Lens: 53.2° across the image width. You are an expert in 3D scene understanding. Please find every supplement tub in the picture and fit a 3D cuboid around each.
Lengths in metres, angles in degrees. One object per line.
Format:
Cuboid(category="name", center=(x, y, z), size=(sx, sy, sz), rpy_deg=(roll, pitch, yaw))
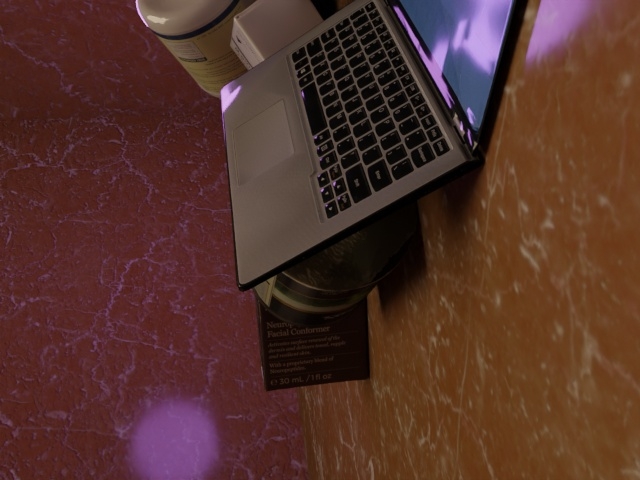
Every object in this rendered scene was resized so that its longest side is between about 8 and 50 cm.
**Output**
Cuboid(category="supplement tub", center=(-0.213, -0.456, 1.381), size=(0.325, 0.236, 0.235), rpy_deg=(48, -151, -59))

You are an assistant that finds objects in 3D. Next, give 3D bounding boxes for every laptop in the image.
Cuboid(category="laptop", center=(0.008, -0.232, 0.637), size=(0.236, 0.408, 0.381), rpy_deg=(48, -160, -40))

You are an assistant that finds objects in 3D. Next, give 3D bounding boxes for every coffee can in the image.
Cuboid(category="coffee can", center=(0.000, 0.000, 0.880), size=(0.275, 0.202, 0.201), rpy_deg=(112, 153, -72))

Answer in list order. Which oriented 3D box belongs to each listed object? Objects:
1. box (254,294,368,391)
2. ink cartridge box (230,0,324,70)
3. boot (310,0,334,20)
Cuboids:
Cuboid(category="box", center=(-0.023, 0.060, 1.135), size=(0.143, 0.191, 0.381), rpy_deg=(-134, 39, -77))
Cuboid(category="ink cartridge box", center=(-0.049, -0.301, 1.083), size=(0.198, 0.115, 0.273), rpy_deg=(53, 178, -12))
Cuboid(category="boot", center=(-0.065, -0.486, 1.198), size=(0.179, 0.085, 0.236), rpy_deg=(36, 153, 52))
